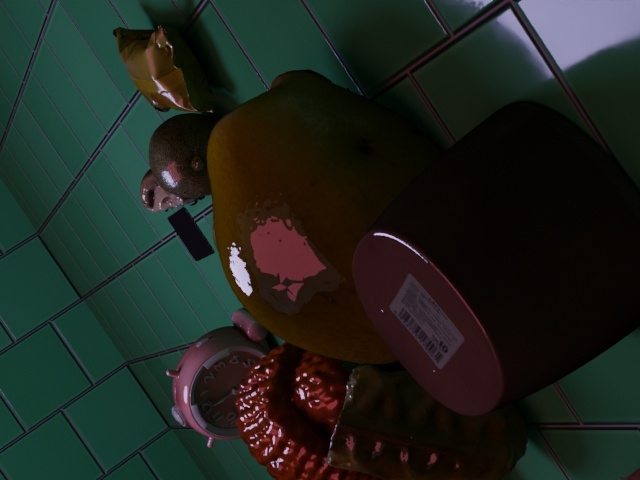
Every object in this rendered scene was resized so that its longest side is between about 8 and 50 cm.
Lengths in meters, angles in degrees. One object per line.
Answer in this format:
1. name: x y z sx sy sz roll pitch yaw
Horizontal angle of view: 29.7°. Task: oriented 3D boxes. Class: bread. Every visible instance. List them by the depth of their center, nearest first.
1. bread: 0.150 0.263 1.661 0.130 0.268 0.152 -80 2 -70

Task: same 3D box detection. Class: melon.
1. melon: -0.209 -0.137 1.952 0.139 0.139 0.192 63 175 -19

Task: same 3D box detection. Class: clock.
1. clock: -0.196 0.289 2.446 0.142 0.241 0.227 22 143 60

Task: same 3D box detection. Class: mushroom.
1. mushroom: -0.282 -0.102 2.268 0.094 0.072 0.210 57 156 -11

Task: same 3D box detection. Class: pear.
1. pear: 0.000 0.000 1.487 0.386 0.191 0.340 47 135 -6

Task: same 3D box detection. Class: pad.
1. pad: -0.267 -0.011 2.471 0.112 0.003 0.157 56 160 -5

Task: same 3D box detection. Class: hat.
1. hat: 0.062 0.212 1.871 0.285 0.285 0.400 50 128 14

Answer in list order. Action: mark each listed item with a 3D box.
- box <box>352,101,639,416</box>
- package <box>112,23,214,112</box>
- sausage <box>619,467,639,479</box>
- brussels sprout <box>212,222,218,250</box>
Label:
1. box: 0.183 0.034 1.263 0.301 0.216 0.301 47 159 24
2. package: -0.247 -0.269 1.911 0.226 0.090 0.168 21 144 61
3. sausage: 0.393 0.296 1.380 0.419 0.094 0.094 97 149 -61
4. brussels sprout: -0.103 -0.027 1.910 0.183 0.131 0.145 172 109 -71
